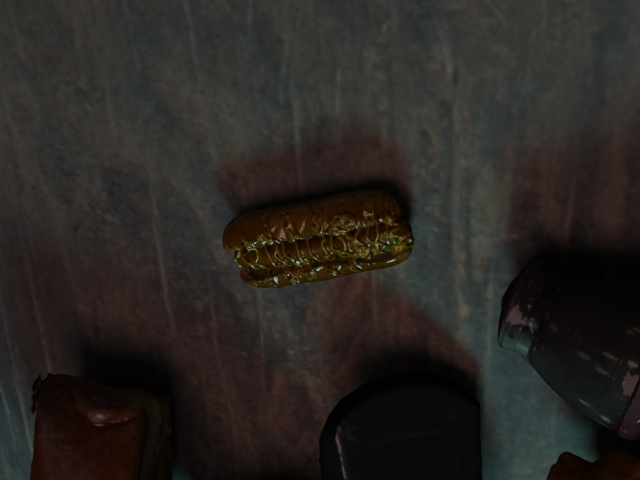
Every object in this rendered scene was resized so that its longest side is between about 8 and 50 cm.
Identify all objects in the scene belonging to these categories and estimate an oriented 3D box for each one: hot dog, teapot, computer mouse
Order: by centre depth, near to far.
[{"bbox_3d":[0.205,0.070,0.867,0.146,0.148,0.116,27,95,18],"label":"teapot"},{"bbox_3d":[0.000,0.000,0.926,0.165,0.045,0.071,-10,118,30],"label":"hot dog"},{"bbox_3d":[0.073,0.235,1.011,0.138,0.086,0.269,-10,103,-14],"label":"computer mouse"}]

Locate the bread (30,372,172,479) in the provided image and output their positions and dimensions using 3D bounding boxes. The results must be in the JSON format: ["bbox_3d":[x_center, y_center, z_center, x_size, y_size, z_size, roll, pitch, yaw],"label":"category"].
[{"bbox_3d":[-0.205,0.235,1.107,0.123,0.190,0.244,3,120,8],"label":"bread"}]

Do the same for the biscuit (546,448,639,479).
[{"bbox_3d":[0.306,0.261,0.885,0.306,0.043,0.284,35,164,23],"label":"biscuit"}]
